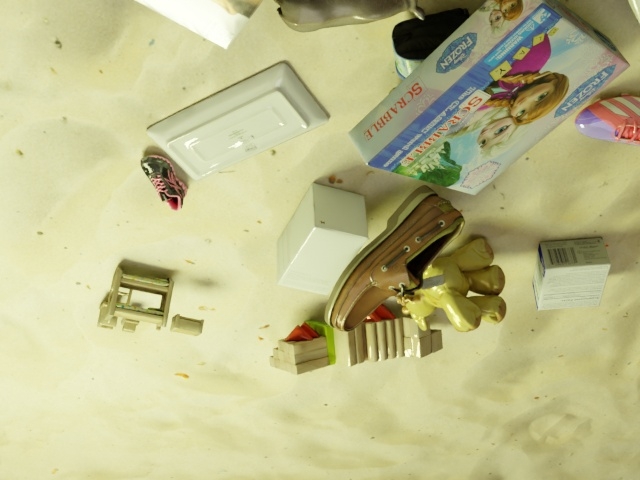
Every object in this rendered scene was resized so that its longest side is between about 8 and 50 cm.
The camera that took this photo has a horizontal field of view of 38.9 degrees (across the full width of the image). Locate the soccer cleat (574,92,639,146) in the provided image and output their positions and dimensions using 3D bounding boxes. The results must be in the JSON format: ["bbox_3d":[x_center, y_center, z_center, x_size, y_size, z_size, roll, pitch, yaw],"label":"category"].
[{"bbox_3d":[0.537,-0.177,1.460,0.248,0.095,0.083,3,140,-8],"label":"soccer cleat"}]

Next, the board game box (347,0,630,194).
[{"bbox_3d":[0.249,-0.204,1.305,0.319,0.066,0.318,-42,152,27],"label":"board game box"}]

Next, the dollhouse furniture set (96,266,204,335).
[{"bbox_3d":[-0.336,0.130,1.807,0.182,0.101,0.161,14,162,-20],"label":"dollhouse furniture set"}]

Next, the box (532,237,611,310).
[{"bbox_3d":[0.486,0.066,1.767,0.126,0.072,0.137,-4,140,1],"label":"box"}]

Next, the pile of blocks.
[{"bbox_3d":[0.072,0.190,1.888,0.362,0.149,0.112,-6,98,-11],"label":"pile of blocks"}]

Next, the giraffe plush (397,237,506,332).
[{"bbox_3d":[0.228,0.097,1.739,0.210,0.181,0.170,7,162,-28],"label":"giraffe plush"}]

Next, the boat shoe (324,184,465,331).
[{"bbox_3d":[0.128,0.051,1.588,0.307,0.104,0.111,-54,154,10],"label":"boat shoe"}]

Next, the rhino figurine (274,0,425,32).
[{"bbox_3d":[0.054,-0.334,1.232,0.243,0.106,0.073,-5,141,2],"label":"rhino figurine"}]

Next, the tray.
[{"bbox_3d":[-0.135,-0.179,1.468,0.270,0.030,0.145,-22,138,21],"label":"tray"}]

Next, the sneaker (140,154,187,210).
[{"bbox_3d":[-0.266,-0.095,1.540,0.047,0.057,0.119,-18,137,20],"label":"sneaker"}]

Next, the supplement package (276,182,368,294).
[{"bbox_3d":[0.000,0.000,1.633,0.105,0.105,0.179,14,138,-19],"label":"supplement package"}]

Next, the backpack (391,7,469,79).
[{"bbox_3d":[0.163,-0.273,1.314,0.114,0.105,0.084,-7,141,5],"label":"backpack"}]

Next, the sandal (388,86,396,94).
[{"bbox_3d":[0.182,-0.191,1.457,0.079,0.088,0.240,-41,143,-4],"label":"sandal"}]

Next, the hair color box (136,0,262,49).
[{"bbox_3d":[-0.212,-0.399,1.109,0.339,0.110,0.185,24,138,-23],"label":"hair color box"}]

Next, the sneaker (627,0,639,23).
[{"bbox_3d":[0.538,-0.319,1.272,0.148,0.131,0.350,-31,142,29],"label":"sneaker"}]
